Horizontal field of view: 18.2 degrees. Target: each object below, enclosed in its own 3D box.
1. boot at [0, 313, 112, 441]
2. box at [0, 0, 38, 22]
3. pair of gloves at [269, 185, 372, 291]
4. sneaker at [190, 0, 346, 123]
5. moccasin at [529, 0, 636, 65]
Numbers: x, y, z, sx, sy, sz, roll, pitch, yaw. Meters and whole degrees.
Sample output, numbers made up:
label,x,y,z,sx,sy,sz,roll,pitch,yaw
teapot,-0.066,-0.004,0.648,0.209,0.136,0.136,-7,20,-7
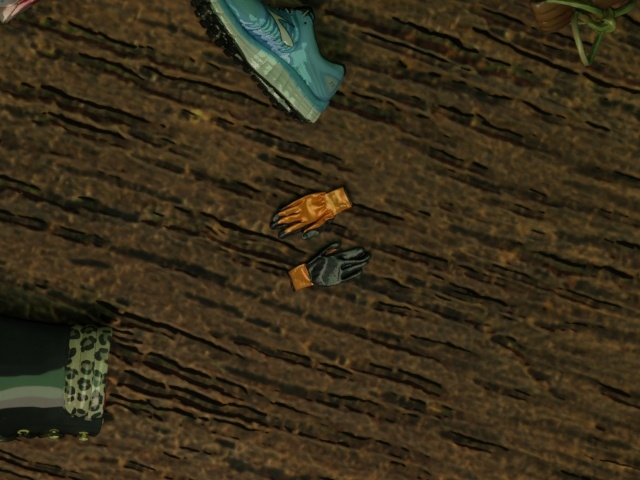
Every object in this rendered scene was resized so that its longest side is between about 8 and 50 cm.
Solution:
label,x,y,z,sx,sy,sz,roll,pitch,yaw
boot,-0.274,0.165,1.680,0.178,0.085,0.236,8,102,-7
box,-0.213,-0.262,1.493,0.122,0.257,0.128,-34,103,6
pair of gloves,0.000,0.000,1.693,0.074,0.010,0.083,-19,104,1
sneaker,-0.043,-0.174,1.635,0.073,0.063,0.162,-46,107,-11
moccasin,0.189,-0.222,1.586,0.380,0.139,0.147,8,104,-5
